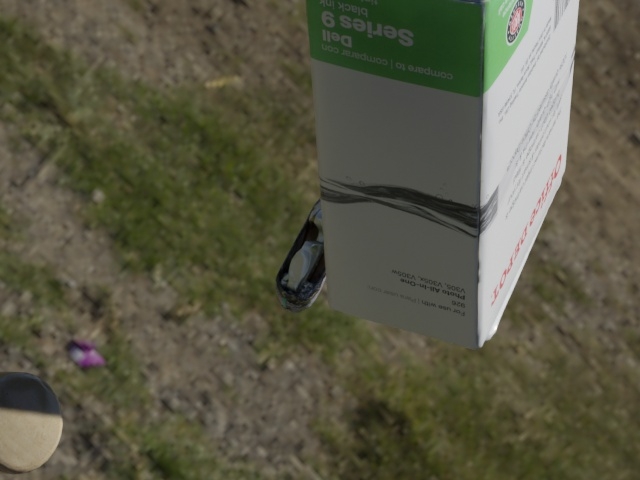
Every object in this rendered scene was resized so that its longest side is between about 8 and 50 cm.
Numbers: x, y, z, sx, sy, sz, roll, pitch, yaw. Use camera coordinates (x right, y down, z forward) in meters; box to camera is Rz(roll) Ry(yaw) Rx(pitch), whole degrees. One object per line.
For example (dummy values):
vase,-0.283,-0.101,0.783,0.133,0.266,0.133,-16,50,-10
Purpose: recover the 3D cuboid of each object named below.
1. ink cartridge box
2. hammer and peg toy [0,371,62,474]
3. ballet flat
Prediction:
ink cartridge box,0.088,-0.104,1.003,0.121,0.289,0.211,14,45,19
hammer and peg toy,-0.256,0.257,0.847,0.266,0.127,0.361,-1,89,-38
ballet flat,0.000,0.000,1.131,0.041,0.114,0.041,26,-11,5
